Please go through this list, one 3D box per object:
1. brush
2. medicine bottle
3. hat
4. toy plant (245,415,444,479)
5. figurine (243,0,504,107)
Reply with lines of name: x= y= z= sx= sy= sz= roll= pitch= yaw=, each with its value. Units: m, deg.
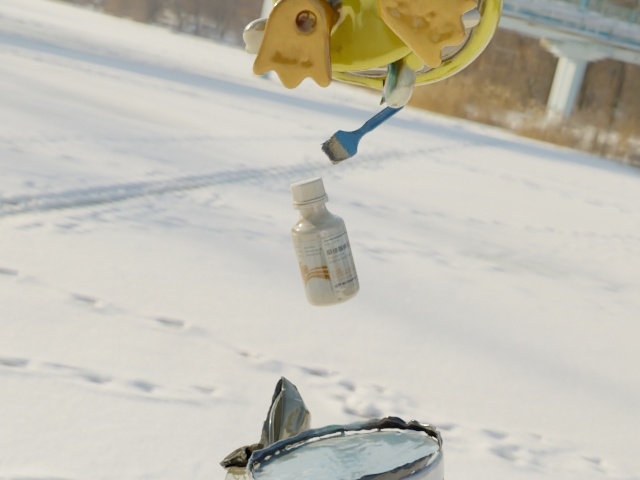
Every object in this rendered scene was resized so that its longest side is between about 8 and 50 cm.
brush: x=0.076 y=-0.189 z=1.747 sx=0.051 sy=0.164 sz=0.014 roll=52 pitch=-7 yaw=6
medicine bottle: x=0.000 y=0.000 z=2.058 sx=0.114 sy=0.252 sz=0.114 roll=-13 pitch=11 yaw=3
hat: x=-0.058 y=0.306 z=1.458 sx=0.144 sy=0.166 sz=0.173 roll=26 pitch=14 yaw=-28
toy plant: x=0.056 y=0.395 z=1.195 sx=0.247 sy=0.332 sz=0.247 roll=-10 pitch=4 yaw=1
figurine: x=0.053 y=-0.203 z=0.887 sx=0.215 sy=0.187 sz=0.343 roll=7 pitch=19 yaw=4
